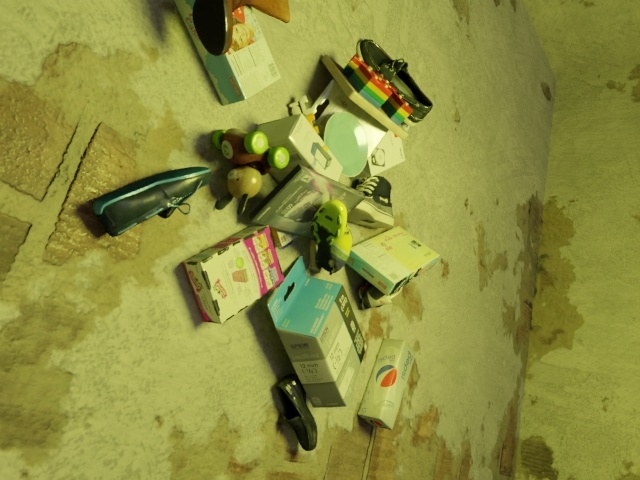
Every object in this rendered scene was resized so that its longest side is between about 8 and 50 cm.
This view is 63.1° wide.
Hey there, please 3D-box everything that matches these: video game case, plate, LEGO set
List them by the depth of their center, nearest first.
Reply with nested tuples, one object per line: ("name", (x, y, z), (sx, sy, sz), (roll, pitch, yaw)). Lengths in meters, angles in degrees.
("video game case", (-0.029, -0.089, 1.366), (0.274, 0.196, 0.026), (17, 37, -49))
("LEGO set", (-0.048, -0.284, 1.464), (0.087, 0.093, 0.227), (-112, -176, -77))
("plate", (0.070, -0.275, 1.500), (0.188, 0.024, 0.188), (4, 84, -44))

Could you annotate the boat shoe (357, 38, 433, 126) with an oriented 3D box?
("boat shoe", (0.258, -0.550, 1.753), (0.127, 0.113, 0.340), (-36, 95, -38))

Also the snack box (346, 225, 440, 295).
("snack box", (0.243, 0.058, 1.730), (0.322, 0.187, 0.060), (-22, 143, -49))

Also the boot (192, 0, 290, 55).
("boot", (-0.172, -0.540, 1.201), (0.280, 0.096, 0.264), (-12, 89, -57))

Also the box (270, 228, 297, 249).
("box", (-0.104, -0.045, 1.426), (0.081, 0.028, 0.136), (-36, 114, -46))

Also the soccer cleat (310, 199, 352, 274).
("soccer cleat", (0.041, -0.024, 1.437), (0.121, 0.093, 0.289), (-48, 156, -31))

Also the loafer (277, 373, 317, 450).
("loafer", (-0.067, 0.474, 1.417), (0.078, 0.076, 0.223), (-23, 101, -44))

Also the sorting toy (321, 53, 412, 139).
("sorting toy", (0.155, -0.458, 1.575), (0.257, 0.089, 0.255), (26, 27, -39))

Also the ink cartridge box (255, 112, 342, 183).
("ink cartridge box", (-0.064, -0.218, 1.380), (0.212, 0.154, 0.093), (48, 52, -37))

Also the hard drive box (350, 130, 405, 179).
("hard drive box", (0.175, -0.321, 1.734), (0.232, 0.089, 0.181), (-31, 113, -47))

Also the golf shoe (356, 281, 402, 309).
("golf shoe", (0.235, 0.142, 1.766), (0.273, 0.120, 0.105), (-47, 122, -43))

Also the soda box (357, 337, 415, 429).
("soda box", (0.227, 0.479, 1.762), (0.098, 0.091, 0.286), (50, 52, -37))

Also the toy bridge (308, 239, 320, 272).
("toy bridge", (0.000, 0.000, 1.553), (0.063, 0.026, 0.188), (41, 58, -41))

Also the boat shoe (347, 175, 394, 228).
("boat shoe", (0.133, -0.140, 1.655), (0.340, 0.127, 0.158), (18, 70, -61))

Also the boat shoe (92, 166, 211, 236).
("boat shoe", (-0.343, -0.086, 1.093), (0.258, 0.109, 0.089), (-26, 116, -31))

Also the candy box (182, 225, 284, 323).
("candy box", (-0.203, 0.077, 1.263), (0.233, 0.071, 0.159), (-33, 114, -47))

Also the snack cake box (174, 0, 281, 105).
("snack cake box", (-0.218, -0.480, 1.254), (0.152, 0.089, 0.264), (-45, 122, -40))

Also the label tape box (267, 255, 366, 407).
("label tape box", (0.004, 0.244, 1.437), (0.249, 0.115, 0.347), (-58, 134, -56))

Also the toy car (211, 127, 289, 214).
("toy car", (-0.191, -0.156, 1.239), (0.149, 0.155, 0.188), (28, 79, -47))

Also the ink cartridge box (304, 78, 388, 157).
("ink cartridge box", (0.065, -0.332, 1.561), (0.232, 0.066, 0.189), (37, 88, -15))

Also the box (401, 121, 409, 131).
("box", (0.271, -0.457, 1.870), (0.126, 0.072, 0.137), (53, 51, -34))
